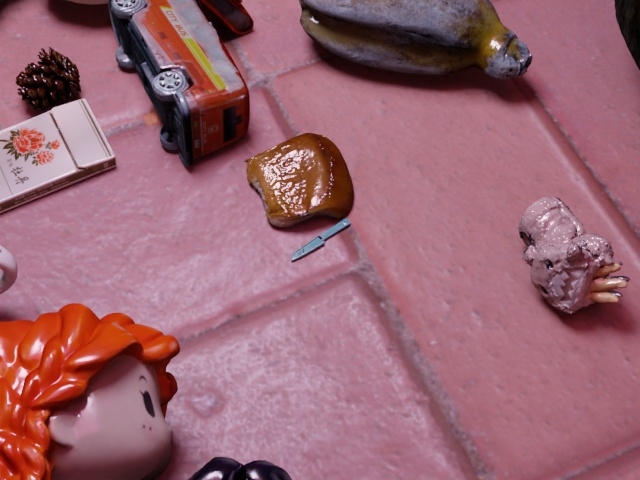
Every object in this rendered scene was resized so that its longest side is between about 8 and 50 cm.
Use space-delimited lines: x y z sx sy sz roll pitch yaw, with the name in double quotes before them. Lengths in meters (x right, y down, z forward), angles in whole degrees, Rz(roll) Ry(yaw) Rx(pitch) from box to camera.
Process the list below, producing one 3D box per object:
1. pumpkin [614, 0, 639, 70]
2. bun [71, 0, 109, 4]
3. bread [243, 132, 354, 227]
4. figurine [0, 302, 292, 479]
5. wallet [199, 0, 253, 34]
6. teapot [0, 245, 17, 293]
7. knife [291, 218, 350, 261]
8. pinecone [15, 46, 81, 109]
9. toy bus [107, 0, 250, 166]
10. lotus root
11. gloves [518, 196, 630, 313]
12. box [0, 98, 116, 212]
"pumpkin" 0.582 -0.317 1.211 0.455 0.344 0.454 1 77 -5
"bun" -0.310 -0.407 1.368 0.173 0.120 0.173 4 38 -3
"bread" -0.024 -0.079 1.238 0.126 0.044 0.129 -18 64 -9
"figurine" -0.186 0.256 0.928 0.412 0.241 0.306 38 87 19
"wallet" -0.175 -0.383 1.370 0.045 0.142 0.204 -39 63 8
"teapot" -0.482 0.055 1.094 0.300 0.166 0.208 -17 48 1
"knife" 0.000 0.000 1.210 0.091 0.005 0.014 -32 62 -18
"pinecone" -0.356 -0.208 1.298 0.083 0.077 0.077 -42 67 -11
"toy bus" -0.187 -0.233 1.292 0.120 0.121 0.265 -21 59 -17
"lotus root" 0.125 -0.299 1.308 0.322 0.158 0.140 15 56 3
"gloves" 0.282 0.018 1.149 0.094 0.110 0.144 -21 32 -4
"box" -0.371 -0.102 1.259 0.198 0.029 0.109 -24 62 -14
